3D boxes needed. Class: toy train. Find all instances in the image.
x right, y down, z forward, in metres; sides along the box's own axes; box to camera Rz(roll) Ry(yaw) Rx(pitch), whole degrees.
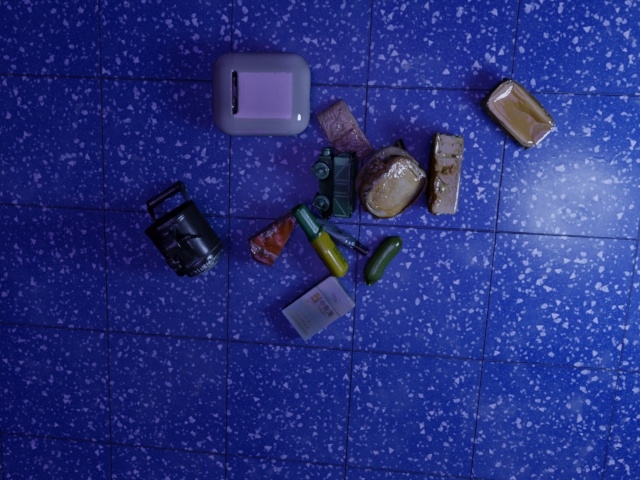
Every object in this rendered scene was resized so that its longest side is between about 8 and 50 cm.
[{"bbox_3d":[0.050,-0.199,1.844,0.154,0.115,0.269,6,108,14],"label":"toy train"}]

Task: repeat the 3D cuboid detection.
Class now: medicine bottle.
[{"bbox_3d":[0.000,0.000,1.866,0.076,0.111,0.309,-31,109,6],"label":"medicine bottle"}]

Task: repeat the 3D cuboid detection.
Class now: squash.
[{"bbox_3d":[0.227,0.072,1.909,0.077,0.068,0.219,30,102,-5],"label":"squash"}]

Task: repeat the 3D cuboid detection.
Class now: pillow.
[{"bbox_3d":[0.088,-0.384,1.862,0.126,0.043,0.232,-30,98,15],"label":"pillow"}]

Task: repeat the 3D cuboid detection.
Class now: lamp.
[{"bbox_3d":[-0.494,-0.005,1.892,0.205,0.374,0.272,-30,127,3],"label":"lamp"}]

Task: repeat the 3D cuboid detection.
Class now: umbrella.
[{"bbox_3d":[0.070,-0.019,1.916,0.250,0.053,0.052,32,99,1],"label":"umbrella"}]

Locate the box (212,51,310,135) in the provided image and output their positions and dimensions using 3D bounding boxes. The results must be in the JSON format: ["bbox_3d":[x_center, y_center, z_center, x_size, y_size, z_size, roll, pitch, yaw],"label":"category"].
[{"bbox_3d":[-0.209,-0.516,1.817,0.349,0.141,0.288,2,101,5],"label":"box"}]

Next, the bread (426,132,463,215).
[{"bbox_3d":[0.428,-0.231,1.784,0.114,0.185,0.274,3,100,11],"label":"bread"}]

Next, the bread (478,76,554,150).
[{"bbox_3d":[0.674,-0.435,1.762,0.241,0.107,0.136,43,103,-2],"label":"bread"}]

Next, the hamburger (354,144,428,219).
[{"bbox_3d":[0.242,-0.191,1.791,0.243,0.146,0.286,-9,130,-11],"label":"hamburger"}]

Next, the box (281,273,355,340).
[{"bbox_3d":[-0.007,0.252,1.962,0.243,0.067,0.155,-38,96,11],"label":"box"}]

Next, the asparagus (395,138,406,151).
[{"bbox_3d":[0.311,-0.288,1.859,0.030,0.036,0.165,-21,98,19],"label":"asparagus"}]

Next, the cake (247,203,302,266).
[{"bbox_3d":[-0.167,-0.035,1.914,0.135,0.098,0.287,37,101,-1],"label":"cake"}]
